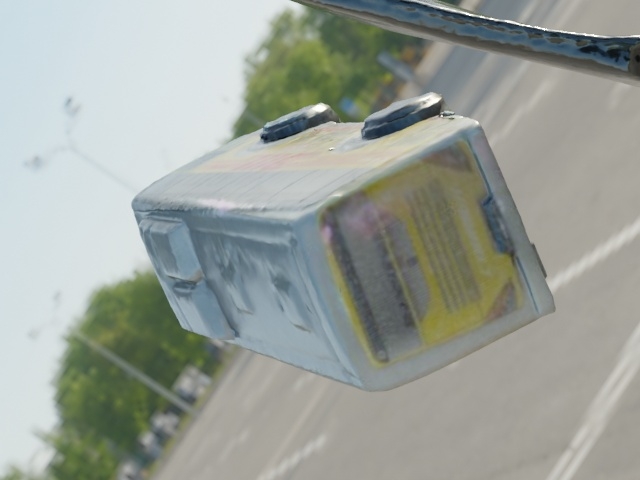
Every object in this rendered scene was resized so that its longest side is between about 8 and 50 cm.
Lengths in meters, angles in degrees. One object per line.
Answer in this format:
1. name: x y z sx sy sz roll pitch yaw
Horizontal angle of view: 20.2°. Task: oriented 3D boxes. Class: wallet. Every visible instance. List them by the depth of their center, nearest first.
1. wallet: 0.081 -0.122 1.010 0.146 0.285 0.030 8 -81 -60

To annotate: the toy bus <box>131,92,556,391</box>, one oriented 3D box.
1. toy bus: 0.000 0.000 0.735 0.106 0.092 0.268 -26 11 -17
